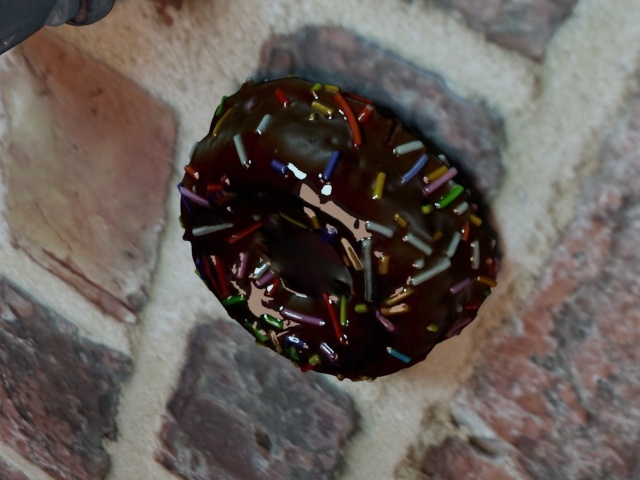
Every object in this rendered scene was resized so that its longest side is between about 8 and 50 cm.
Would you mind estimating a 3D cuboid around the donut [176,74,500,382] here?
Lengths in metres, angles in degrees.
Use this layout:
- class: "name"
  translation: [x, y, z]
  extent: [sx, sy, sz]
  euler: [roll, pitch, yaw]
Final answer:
- class: "donut"
  translation: [0.000, 0.000, 0.876]
  extent: [0.235, 0.089, 0.235]
  euler: [25, 140, 23]

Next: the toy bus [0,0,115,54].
- class: "toy bus"
  translation: [-0.243, -0.230, 0.781]
  extent: [0.232, 0.197, 0.294]
  euler: [51, 145, 4]
